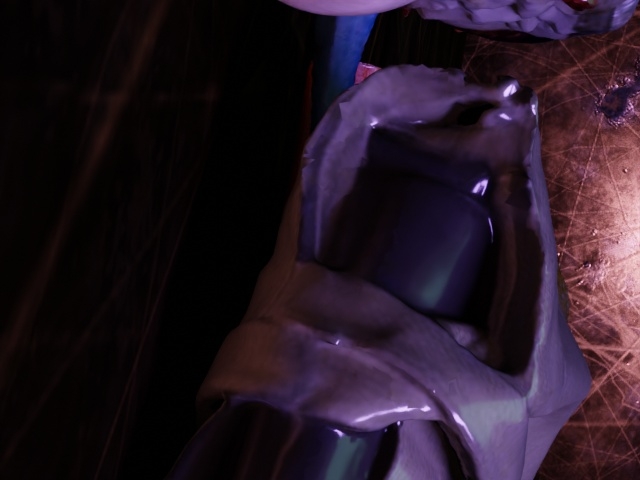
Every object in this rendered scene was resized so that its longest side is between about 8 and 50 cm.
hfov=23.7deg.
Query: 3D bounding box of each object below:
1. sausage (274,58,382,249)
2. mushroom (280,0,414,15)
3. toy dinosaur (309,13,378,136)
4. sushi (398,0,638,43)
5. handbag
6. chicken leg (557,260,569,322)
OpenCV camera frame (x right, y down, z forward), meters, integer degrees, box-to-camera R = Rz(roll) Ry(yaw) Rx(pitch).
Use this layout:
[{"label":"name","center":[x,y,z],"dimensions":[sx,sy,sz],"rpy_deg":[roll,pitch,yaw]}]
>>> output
[{"label":"sausage","center":[0.000,0.000,0.554],"dimensions":[0.034,0.034,0.129],"rpy_deg":[62,38,-81]},{"label":"mushroom","center":[0.003,-0.092,0.313],"dimensions":[0.079,0.085,0.085],"rpy_deg":[26,68,-41]},{"label":"toy dinosaur","center":[0.033,-0.148,0.455],"dimensions":[0.144,0.076,0.329],"rpy_deg":[-98,-160,-87]},{"label":"sushi","center":[0.086,-0.151,0.677],"dimensions":[0.332,0.130,0.124],"rpy_deg":[-40,139,-82]},{"label":"handbag","center":[0.009,0.120,0.441],"dimensions":[0.253,0.109,0.316],"rpy_deg":[77,30,-63]},{"label":"chicken leg","center":[0.070,0.144,1.023],"dimensions":[0.211,0.140,0.361],"rpy_deg":[55,51,-50]}]
